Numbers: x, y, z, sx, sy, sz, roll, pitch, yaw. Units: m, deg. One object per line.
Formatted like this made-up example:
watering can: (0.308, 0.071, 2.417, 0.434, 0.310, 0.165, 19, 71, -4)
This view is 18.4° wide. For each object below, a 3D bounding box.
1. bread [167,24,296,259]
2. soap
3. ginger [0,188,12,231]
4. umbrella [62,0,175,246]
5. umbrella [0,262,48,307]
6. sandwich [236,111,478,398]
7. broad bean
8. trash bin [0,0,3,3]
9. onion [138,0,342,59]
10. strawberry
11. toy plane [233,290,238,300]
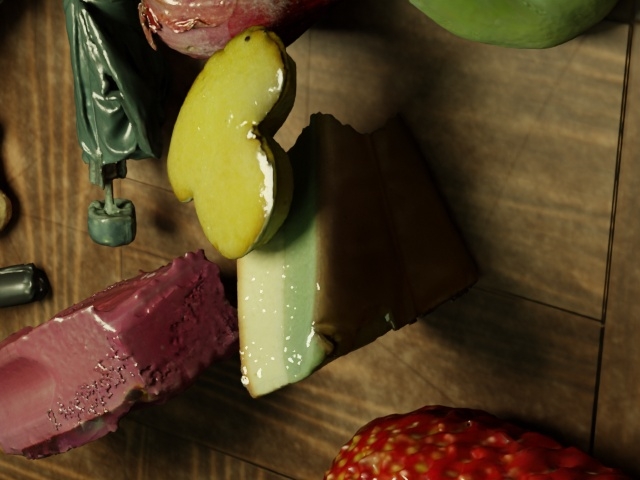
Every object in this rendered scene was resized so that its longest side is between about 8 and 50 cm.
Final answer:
bread: (-0.048, -0.074, 1.528, 0.187, 0.065, 0.149, -57, 45, 37)
soap: (-0.208, 0.112, 1.798, 0.289, 0.182, 0.112, -23, 95, 57)
ginger: (-0.379, -0.057, 1.943, 0.214, 0.059, 0.133, -6, 112, 40)
umbrella: (-0.175, -0.159, 1.706, 0.094, 0.143, 0.348, 1, 113, 3)
umbrella: (-0.425, 0.066, 1.984, 0.340, 0.118, 0.118, -10, 102, 22)
sandwich: (0.000, 0.000, 1.570, 0.108, 0.220, 0.186, -26, 92, 42)
broad bean: (0.119, -0.225, 1.472, 0.228, 0.100, 0.169, 11, 121, 32)
trash bin: (-0.483, -0.202, 1.823, 0.432, 0.280, 0.280, -38, 84, 37)
onion: (-0.047, -0.216, 1.566, 0.195, 0.159, 0.159, 5, 112, 25)
strawberry: (0.120, 0.280, 1.558, 0.343, 0.292, 0.292, 23, 121, 24)
toy plane: (-0.050, 0.008, 1.718, 0.189, 0.061, 0.130, 50, 131, 15)
